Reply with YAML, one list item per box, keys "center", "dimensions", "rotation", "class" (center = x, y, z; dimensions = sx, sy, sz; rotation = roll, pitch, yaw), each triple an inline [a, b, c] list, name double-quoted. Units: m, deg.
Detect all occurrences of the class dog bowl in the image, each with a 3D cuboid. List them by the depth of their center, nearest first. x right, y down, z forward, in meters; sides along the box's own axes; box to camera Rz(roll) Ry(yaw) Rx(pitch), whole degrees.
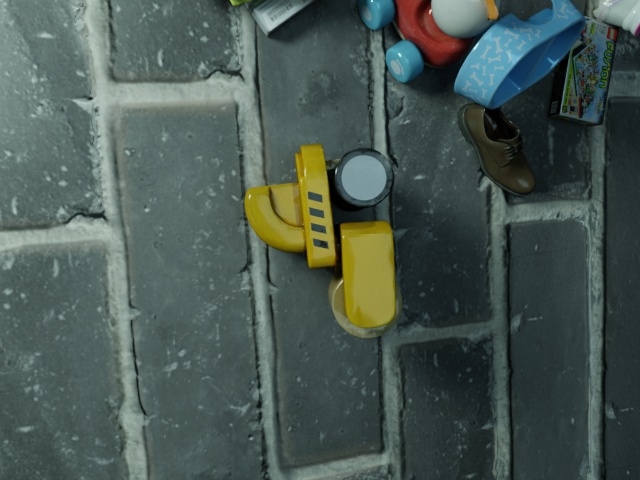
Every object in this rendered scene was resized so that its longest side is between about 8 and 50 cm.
- center: [0.372, -0.342, 0.937]
  dimensions: [0.297, 0.166, 0.074]
  rotation: [-34, 70, -25]
  class: "dog bowl"

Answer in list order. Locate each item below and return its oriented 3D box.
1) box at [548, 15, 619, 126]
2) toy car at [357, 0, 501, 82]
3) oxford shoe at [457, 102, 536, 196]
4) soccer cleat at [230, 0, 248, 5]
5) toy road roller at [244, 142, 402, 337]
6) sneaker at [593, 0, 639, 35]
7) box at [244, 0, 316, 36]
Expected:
- center: [0.554, -0.355, 1.077]
  dimensions: [0.114, 0.036, 0.207]
  rotation: [7, 93, -16]
  class: "box"
- center: [0.223, -0.420, 0.878]
  dimensions: [0.219, 0.238, 0.210]
  rotation: [-34, 102, -10]
  class: "toy car"
- center: [0.364, -0.176, 1.012]
  dimensions: [0.083, 0.096, 0.227]
  rotation: [-45, 106, -9]
  class: "oxford shoe"
- center: [-0.099, -0.443, 0.843]
  dimensions: [0.289, 0.093, 0.121]
  rotation: [7, 125, -18]
  class: "soccer cleat"
- center: [0.000, 0.000, 0.883]
  dimensions: [0.240, 0.202, 0.330]
  rotation: [-6, 92, -2]
  class: "toy road roller"
- center: [0.641, -0.539, 1.047]
  dimensions: [0.111, 0.103, 0.252]
  rotation: [24, 68, 16]
  class: "sneaker"
- center: [-0.092, -0.479, 0.891]
  dimensions: [0.145, 0.038, 0.186]
  rotation: [-40, 104, -8]
  class: "box"
